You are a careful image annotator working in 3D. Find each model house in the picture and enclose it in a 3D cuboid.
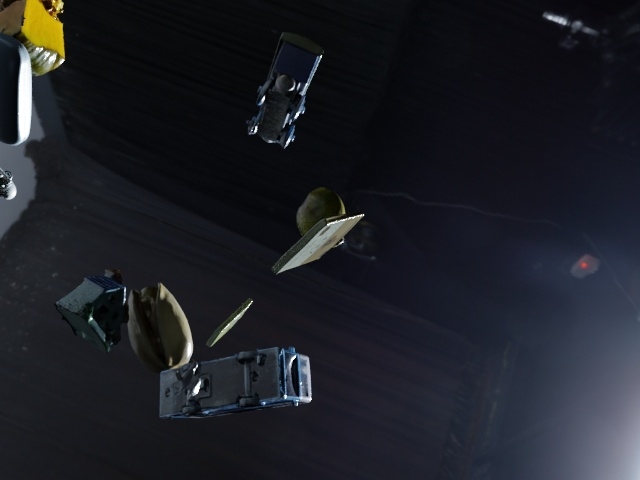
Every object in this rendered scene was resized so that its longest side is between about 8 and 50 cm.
[{"bbox_3d":[-0.440,0.131,1.240,0.148,0.120,0.148,-54,139,-31],"label":"model house"}]

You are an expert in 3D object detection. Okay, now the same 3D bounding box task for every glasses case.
[{"bbox_3d":[-0.472,-0.223,0.903,0.045,0.067,0.178,-65,179,-51],"label":"glasses case"}]

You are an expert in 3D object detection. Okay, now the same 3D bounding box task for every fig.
[{"bbox_3d":[0.000,-0.056,1.505,0.136,0.121,0.152,-48,139,-38],"label":"fig"}]

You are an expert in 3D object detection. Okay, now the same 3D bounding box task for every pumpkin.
[{"bbox_3d":[-0.569,-0.462,1.196,0.280,0.190,0.139,-46,164,-3],"label":"pumpkin"}]

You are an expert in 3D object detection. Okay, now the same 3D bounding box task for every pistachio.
[{"bbox_3d":[-0.363,0.203,1.363,0.144,0.144,0.214,-54,131,-78],"label":"pistachio"}]

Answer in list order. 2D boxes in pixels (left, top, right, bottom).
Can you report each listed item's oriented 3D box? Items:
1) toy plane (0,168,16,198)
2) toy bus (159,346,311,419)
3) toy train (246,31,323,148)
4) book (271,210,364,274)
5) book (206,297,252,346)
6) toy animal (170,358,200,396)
[{"bbox_3d":[-1.050,-0.201,1.929,0.080,0.174,0.174,-55,170,-33],"label":"toy plane"},{"bbox_3d":[-0.165,0.275,1.140,0.131,0.298,0.106,26,54,-53],"label":"toy bus"},{"bbox_3d":[-0.091,-0.371,1.543,0.300,0.131,0.201,136,-25,-69],"label":"toy train"},{"bbox_3d":[0.000,0.000,1.110,0.138,0.016,0.199,-44,169,21],"label":"book"},{"bbox_3d":[-0.191,0.173,1.272,0.111,0.014,0.077,-43,175,-44],"label":"book"},{"bbox_3d":[-0.186,0.188,0.831,0.084,0.028,0.050,-3,-103,59],"label":"toy animal"}]
